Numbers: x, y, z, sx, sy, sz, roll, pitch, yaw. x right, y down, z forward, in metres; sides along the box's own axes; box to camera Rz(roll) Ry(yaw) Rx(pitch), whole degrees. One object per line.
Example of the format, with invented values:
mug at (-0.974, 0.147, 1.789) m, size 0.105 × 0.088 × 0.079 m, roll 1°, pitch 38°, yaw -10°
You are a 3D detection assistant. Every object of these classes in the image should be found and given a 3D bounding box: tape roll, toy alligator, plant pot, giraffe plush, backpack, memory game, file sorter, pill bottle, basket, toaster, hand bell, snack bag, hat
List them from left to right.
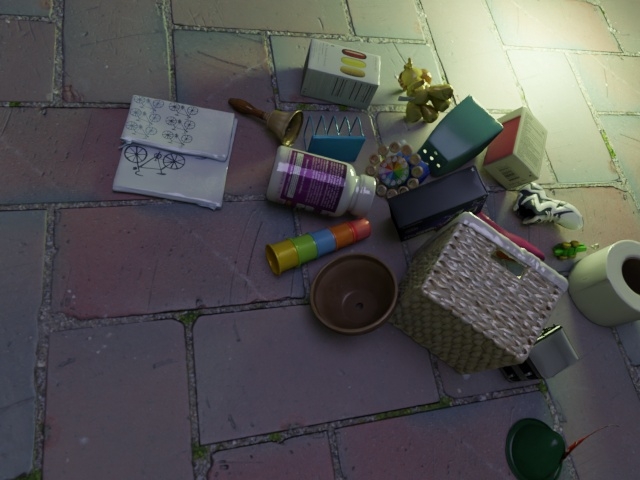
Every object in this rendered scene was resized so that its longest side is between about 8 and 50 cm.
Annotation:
snack bag at (-0.430, -0.267, 1.366) m, size 0.323 × 0.037 × 0.342 m, roll 10°, pitch 65°, yaw -11°
hand bell at (-0.188, -0.401, 1.465) m, size 0.242 × 0.126 × 0.126 m, roll 28°, pitch 63°, yaw 13°
pill bottle at (0.001, -0.163, 1.358) m, size 0.302 × 0.169 × 0.169 m, roll 14°, pitch 65°, yaw -8°
file sorter at (0.038, -0.329, 1.470) m, size 0.170 × 0.118 × 0.104 m, roll -2°, pitch 64°, yaw -15°
plant pot at (0.098, 0.158, 1.254) m, size 0.237 × 0.109 × 0.237 m, roll -8°, pitch 56°, yaw 12°
memory game at (0.234, -0.222, 1.463) m, size 0.186 × 0.012 × 0.186 m, roll 2°, pitch 97°, yaw 21°
backpack at (0.289, -0.240, 1.505) m, size 0.098 × 0.101 × 0.120 m, roll -33°, pitch 75°, yaw -31°
giraffe plush at (0.342, -0.536, 1.615) m, size 0.210 × 0.181 × 0.170 m, roll 10°, pitch 52°, yaw -29°
plant pot at (0.453, -0.337, 1.557) m, size 0.234 × 0.165 × 0.165 m, roll -38°, pitch 81°, yaw -22°
basket at (0.394, 0.157, 1.234) m, size 0.328 × 0.331 × 0.266 m, roll 36°, pitch 65°, yaw 2°
toaster at (0.612, 0.322, 1.310) m, size 0.186 × 0.168 × 0.110 m, roll -22°, pitch 77°, yaw -21°
hat at (0.620, 0.545, 1.203) m, size 0.173 × 0.183 × 0.208 m, roll 30°, pitch 63°, yaw 0°
toy alligator at (0.860, 0.024, 1.567) m, size 0.190 × 0.056 × 0.051 m, roll -8°, pitch 29°, yaw -18°
tape roll at (0.957, 0.141, 1.473) m, size 0.246 × 0.169 × 0.246 m, roll 5°, pitch 66°, yaw -12°

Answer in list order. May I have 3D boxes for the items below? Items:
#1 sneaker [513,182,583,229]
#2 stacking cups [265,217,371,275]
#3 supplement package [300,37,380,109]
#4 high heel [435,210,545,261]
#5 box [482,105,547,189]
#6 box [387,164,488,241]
sneaker at (0.761, -0.079, 1.561) m, size 0.235 × 0.094 × 0.153 m, roll 40°, pitch 65°, yaw 5°
stacking cups at (0.000, 0.000, 1.330) m, size 0.316 × 0.096 × 0.096 m, roll -22°, pitch 74°, yaw -23°
supplement package at (0.067, -0.564, 1.567) m, size 0.244 × 0.134 × 0.139 m, roll 10°, pitch 66°, yaw -10°
high heel at (0.552, -0.060, 1.473) m, size 0.377 × 0.127 × 0.181 m, roll 23°, pitch 74°, yaw 0°
box at (0.682, -0.322, 1.605) m, size 0.149 × 0.127 × 0.232 m, roll 36°, pitch 61°, yaw -22°
box at (0.342, -0.103, 1.359) m, size 0.261 × 0.184 × 0.103 m, roll -21°, pitch 71°, yaw 7°
